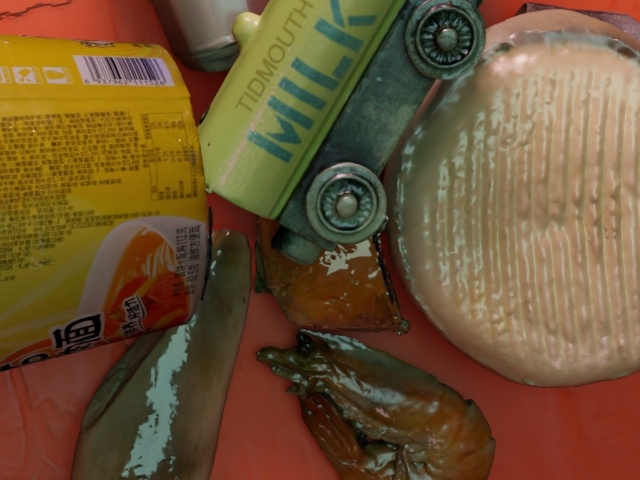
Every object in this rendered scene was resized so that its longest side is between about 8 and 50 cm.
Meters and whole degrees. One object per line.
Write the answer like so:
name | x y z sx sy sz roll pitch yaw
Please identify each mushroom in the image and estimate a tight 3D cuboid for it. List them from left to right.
mushroom | -0.127 0.149 1.122 0.107 0.087 0.333 13 83 -16

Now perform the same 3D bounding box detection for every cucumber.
cucumber | 0.203 -0.158 1.211 0.112 0.064 0.064 6 88 -9

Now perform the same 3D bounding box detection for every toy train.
toy train | 0.008 -0.113 1.039 0.157 0.105 0.253 29 104 -10

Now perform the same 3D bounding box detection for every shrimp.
shrimp | 0.040 0.144 1.176 0.217 0.051 0.115 31 85 -12

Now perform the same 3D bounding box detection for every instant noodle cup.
instant noodle cup | -0.201 -0.030 1.036 0.200 0.264 0.264 -7 91 -22

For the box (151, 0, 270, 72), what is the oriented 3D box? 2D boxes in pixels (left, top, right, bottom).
box | -0.003 -0.252 1.120 0.311 0.175 0.182 -23 103 -12

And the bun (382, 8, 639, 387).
bun | 0.183 -0.029 1.161 0.287 0.146 0.287 0 98 1

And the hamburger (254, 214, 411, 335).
hamburger | -0.004 0.007 1.148 0.102 0.087 0.176 -23 96 -13
